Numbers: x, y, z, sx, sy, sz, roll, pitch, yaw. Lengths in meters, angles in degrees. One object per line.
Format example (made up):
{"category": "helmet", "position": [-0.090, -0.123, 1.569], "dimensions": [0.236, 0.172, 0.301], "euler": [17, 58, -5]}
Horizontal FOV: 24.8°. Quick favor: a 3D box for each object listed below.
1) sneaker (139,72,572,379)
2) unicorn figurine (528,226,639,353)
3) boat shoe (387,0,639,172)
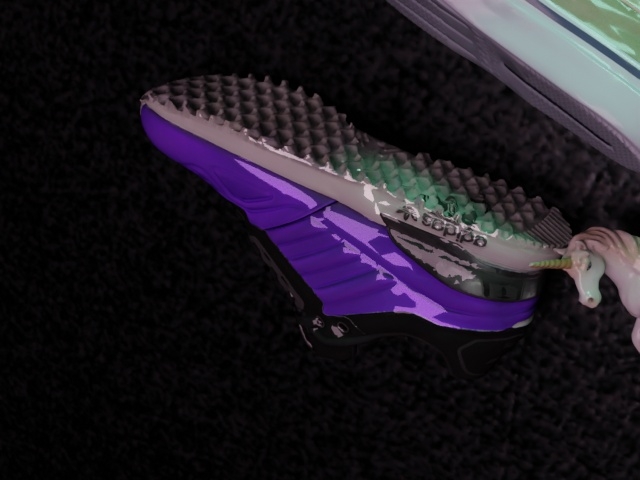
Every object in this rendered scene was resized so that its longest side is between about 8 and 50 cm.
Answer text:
{"category": "sneaker", "position": [0.000, 0.000, 0.925], "dimensions": [0.293, 0.102, 0.146], "euler": [26, 118, 19]}
{"category": "unicorn figurine", "position": [0.209, 0.033, 0.846], "dimensions": [0.162, 0.060, 0.111], "euler": [-19, 101, 3]}
{"category": "boat shoe", "position": [0.100, -0.159, 0.834], "dimensions": [0.302, 0.109, 0.094], "euler": [40, 86, 14]}
